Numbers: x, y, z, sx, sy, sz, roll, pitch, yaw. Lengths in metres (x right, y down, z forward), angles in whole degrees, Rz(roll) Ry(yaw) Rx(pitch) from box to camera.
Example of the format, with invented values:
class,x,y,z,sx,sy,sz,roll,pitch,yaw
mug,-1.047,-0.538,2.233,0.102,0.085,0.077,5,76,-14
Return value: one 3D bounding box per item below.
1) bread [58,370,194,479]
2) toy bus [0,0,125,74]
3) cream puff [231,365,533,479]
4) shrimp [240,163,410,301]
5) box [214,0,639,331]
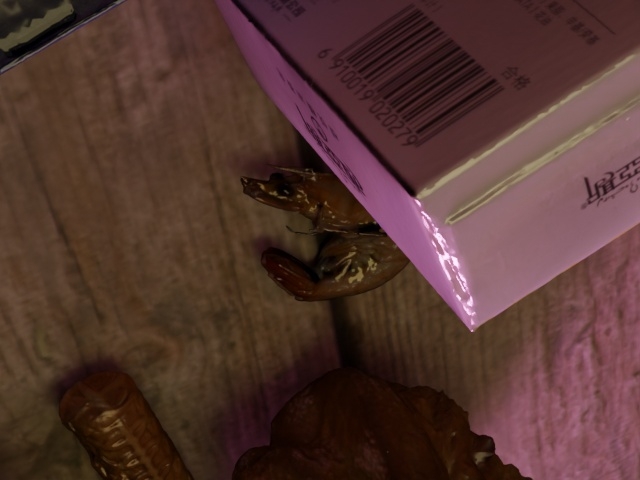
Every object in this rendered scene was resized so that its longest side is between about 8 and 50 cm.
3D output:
class,x,y,z,sx,sy,sz,roll,pitch,yaw
bread,-0.119,0.141,1.027,0.052,0.044,0.157,-29,132,-5
toy bus,-0.131,-0.171,0.738,0.292,0.133,0.125,-32,127,-3
cream puff,0.046,0.210,1.097,0.269,0.155,0.241,15,104,-35
shrimp,-0.003,-0.006,1.001,0.162,0.045,0.095,17,133,-43
box,0.080,-0.106,0.818,0.194,0.260,0.111,-32,132,-5
